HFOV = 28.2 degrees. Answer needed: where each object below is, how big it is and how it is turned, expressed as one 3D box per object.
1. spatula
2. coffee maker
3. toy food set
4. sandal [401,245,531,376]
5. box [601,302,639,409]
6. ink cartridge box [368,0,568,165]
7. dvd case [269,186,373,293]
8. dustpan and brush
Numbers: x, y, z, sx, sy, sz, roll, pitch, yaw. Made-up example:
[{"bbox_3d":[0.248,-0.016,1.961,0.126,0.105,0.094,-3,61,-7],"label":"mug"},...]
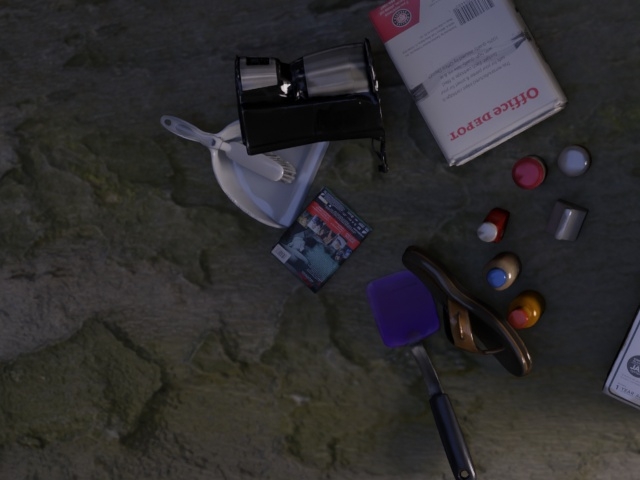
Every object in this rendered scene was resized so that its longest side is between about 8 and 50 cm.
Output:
[{"bbox_3d":[0.145,0.183,1.668,0.084,0.030,0.296,-21,91,13],"label":"spatula"},{"bbox_3d":[-0.013,-0.158,1.601,0.178,0.120,0.171,-9,89,2],"label":"coffee maker"},{"bbox_3d":[0.256,-0.012,1.566,0.111,0.104,0.232,23,104,13],"label":"toy food set"},{"bbox_3d":[0.175,0.097,1.609,0.060,0.090,0.219,-43,83,-15],"label":"sandal"},{"bbox_3d":[0.473,0.080,1.521,0.169,0.087,0.290,24,104,13],"label":"box"},{"bbox_3d":[0.184,-0.222,1.567,0.159,0.092,0.217,-29,87,19],"label":"ink cartridge box"},{"bbox_3d":[0.000,0.000,1.694,0.087,0.013,0.119,42,106,4],"label":"dvd case"},{"bbox_3d":[-0.112,-0.118,1.689,0.211,0.060,0.147,27,104,12],"label":"dustpan and brush"}]
